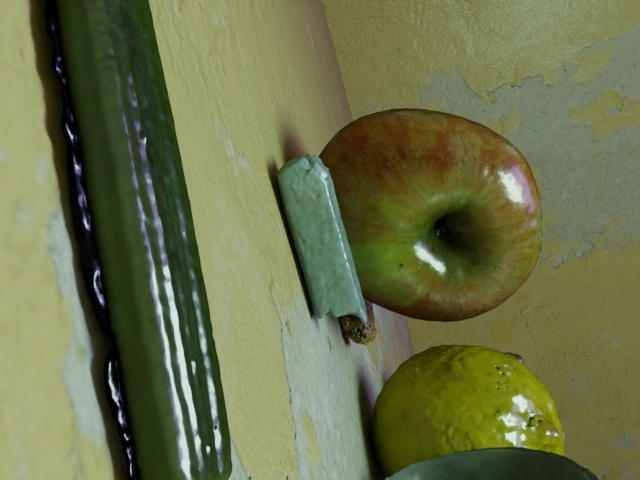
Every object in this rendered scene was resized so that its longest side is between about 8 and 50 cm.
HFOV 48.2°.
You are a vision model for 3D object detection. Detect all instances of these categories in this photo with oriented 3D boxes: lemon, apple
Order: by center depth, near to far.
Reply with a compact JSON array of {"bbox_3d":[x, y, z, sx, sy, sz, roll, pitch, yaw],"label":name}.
[{"bbox_3d":[0.134,-0.042,0.961,0.309,0.277,0.250,37,11,-13],"label":"apple"},{"bbox_3d":[0.205,0.287,1.046,0.322,0.268,0.268,-30,-111,58],"label":"lemon"}]

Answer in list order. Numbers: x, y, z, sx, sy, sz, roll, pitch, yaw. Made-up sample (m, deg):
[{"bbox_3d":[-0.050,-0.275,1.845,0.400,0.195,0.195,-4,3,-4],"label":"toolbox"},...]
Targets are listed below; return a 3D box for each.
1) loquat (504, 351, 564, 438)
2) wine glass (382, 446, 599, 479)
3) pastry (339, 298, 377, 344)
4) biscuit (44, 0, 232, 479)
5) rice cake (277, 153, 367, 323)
[{"bbox_3d":[0.305,0.351,1.356,0.328,0.328,0.360,-94,-167,-53],"label":"loquat"},{"bbox_3d":[0.196,0.467,0.788,0.267,0.267,0.406,-48,129,-81],"label":"wine glass"},{"bbox_3d":[0.049,0.087,1.068,0.080,0.056,0.140,9,73,-74],"label":"pastry"},{"bbox_3d":[-0.088,-0.025,0.353,0.099,0.038,0.323,48,28,-80],"label":"biscuit"},{"bbox_3d":[0.000,-0.001,0.830,0.069,0.063,0.207,-96,171,-74],"label":"rice cake"}]
